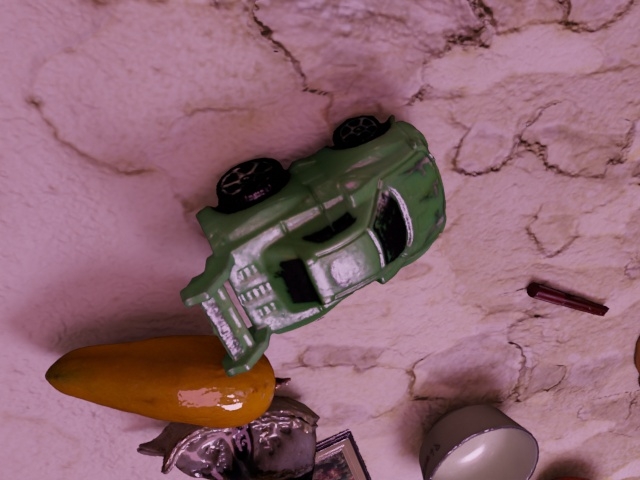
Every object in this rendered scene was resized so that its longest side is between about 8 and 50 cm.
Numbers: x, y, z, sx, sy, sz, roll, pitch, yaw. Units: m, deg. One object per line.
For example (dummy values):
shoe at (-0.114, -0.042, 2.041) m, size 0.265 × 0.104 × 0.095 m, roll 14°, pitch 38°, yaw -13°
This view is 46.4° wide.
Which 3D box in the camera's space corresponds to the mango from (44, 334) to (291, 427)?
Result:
mango at (-0.196, 0.183, 0.988) m, size 0.317 × 0.176 × 0.119 m, roll 4°, pitch 91°, yaw -7°

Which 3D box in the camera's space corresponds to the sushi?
sushi at (-0.128, 0.287, 1.118) m, size 0.273 × 0.134 × 0.109 m, roll 12°, pitch 101°, yaw -9°

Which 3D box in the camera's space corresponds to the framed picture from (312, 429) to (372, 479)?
framed picture at (-0.008, 0.431, 1.294) m, size 0.195 × 0.010 × 0.199 m, roll -24°, pitch 124°, yaw -5°

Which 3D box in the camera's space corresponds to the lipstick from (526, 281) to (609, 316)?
lipstick at (0.416, 0.101, 1.246) m, size 0.177 × 0.027 × 0.027 m, roll 16°, pitch 112°, yaw -29°

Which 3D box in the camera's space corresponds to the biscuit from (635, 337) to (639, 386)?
biscuit at (0.754, 0.176, 1.390) m, size 0.352 × 0.057 × 0.311 m, roll 2°, pitch 119°, yaw -20°

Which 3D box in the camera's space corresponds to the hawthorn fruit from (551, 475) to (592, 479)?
hawthorn fruit at (0.506, 0.545, 1.451) m, size 0.173 × 0.173 × 0.172 m, roll -9°, pitch 121°, yaw -15°

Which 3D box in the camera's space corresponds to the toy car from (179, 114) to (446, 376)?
toy car at (0.000, 0.000, 0.949) m, size 0.359 × 0.176 × 0.213 m, roll -25°, pitch 125°, yaw -5°

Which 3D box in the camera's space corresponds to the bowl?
bowl at (0.259, 0.366, 1.290) m, size 0.212 × 0.112 × 0.211 m, roll -8°, pitch 121°, yaw -14°
